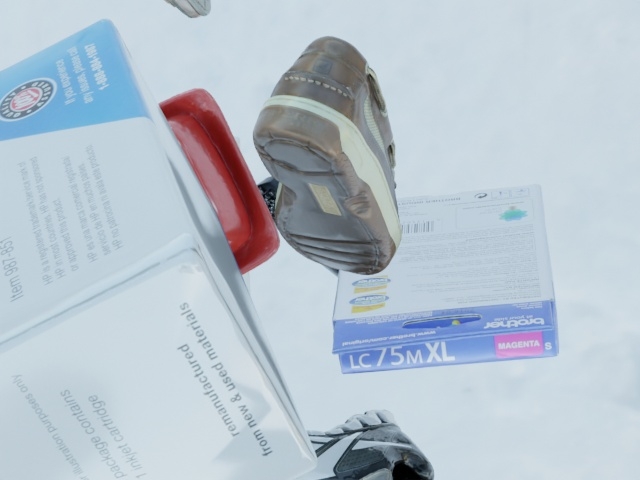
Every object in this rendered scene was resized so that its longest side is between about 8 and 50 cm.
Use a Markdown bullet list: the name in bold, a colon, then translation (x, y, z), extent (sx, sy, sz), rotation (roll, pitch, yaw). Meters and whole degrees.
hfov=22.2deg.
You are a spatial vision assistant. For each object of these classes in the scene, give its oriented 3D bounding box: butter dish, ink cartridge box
- **butter dish**: translation (-0.139, -0.026, 1.313), extent (0.160, 0.118, 0.160), rotation (-26, 86, 13)
- **ink cartridge box**: translation (-0.184, 0.061, 0.695), extent (0.307, 0.223, 0.129), rotation (-27, 124, 0)
- **ink cartridge box**: translation (0.110, 0.038, 1.428), extent (0.186, 0.311, 0.065), rotation (-6, 111, 7)

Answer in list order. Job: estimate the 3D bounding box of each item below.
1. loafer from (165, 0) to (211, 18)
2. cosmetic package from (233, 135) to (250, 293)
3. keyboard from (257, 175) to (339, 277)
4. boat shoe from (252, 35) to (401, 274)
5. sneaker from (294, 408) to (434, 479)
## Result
- **loafer**: translation (-0.123, -0.208, 1.180), extent (0.039, 0.125, 0.045), rotation (-18, 43, 19)
- **cosmetic package**: translation (-0.186, 0.086, 1.803), extent (0.156, 0.217, 0.385), rotation (11, 122, 21)
- **keyboard**: translation (0.000, 0.000, 1.844), extent (0.192, 0.100, 0.038), rotation (37, 51, -11)
- **boat shoe**: translation (0.019, -0.057, 1.140), extent (0.095, 0.257, 0.095), rotation (16, 71, 10)
- **sneaker**: translation (0.009, 0.213, 1.419), extent (0.234, 0.106, 0.078), rotation (-12, 124, -41)
